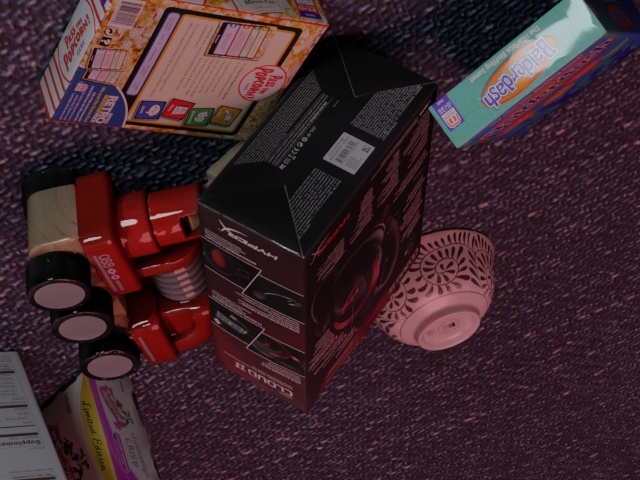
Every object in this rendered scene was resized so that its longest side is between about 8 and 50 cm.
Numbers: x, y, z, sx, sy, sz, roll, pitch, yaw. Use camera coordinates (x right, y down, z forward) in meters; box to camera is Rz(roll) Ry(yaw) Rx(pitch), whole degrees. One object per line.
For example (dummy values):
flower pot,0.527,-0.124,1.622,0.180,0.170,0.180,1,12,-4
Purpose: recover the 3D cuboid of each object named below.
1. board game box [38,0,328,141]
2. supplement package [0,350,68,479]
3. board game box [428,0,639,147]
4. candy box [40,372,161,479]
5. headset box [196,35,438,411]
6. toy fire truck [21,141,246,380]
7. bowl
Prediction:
board game box,-0.112,-0.151,1.162,0.193,0.045,0.147,4,139,-35
supplement package,-0.373,0.274,1.396,0.198,0.263,0.199,-1,133,-33
board game box,0.201,-0.151,1.262,0.160,0.047,0.210,-38,171,24
candy box,-0.285,0.272,1.569,0.233,0.159,0.071,-41,144,26
headset box,0.000,0.000,1.290,0.218,0.110,0.293,-53,160,-28
toy fire truck,-0.128,-0.003,1.301,0.246,0.158,0.217,-13,147,5
bowl,0.130,0.070,1.591,0.170,0.080,0.170,-15,146,-11
